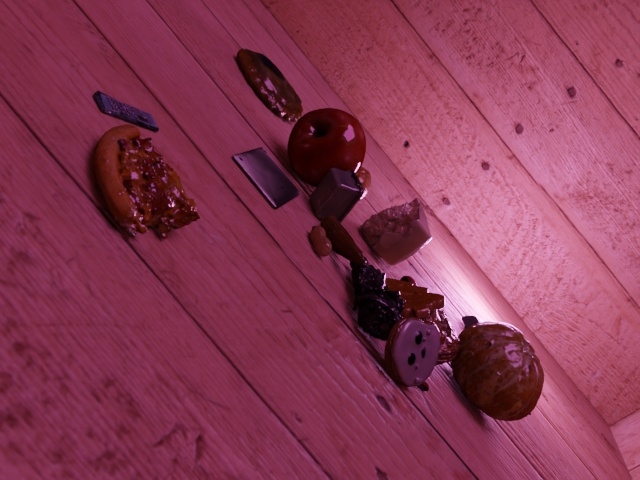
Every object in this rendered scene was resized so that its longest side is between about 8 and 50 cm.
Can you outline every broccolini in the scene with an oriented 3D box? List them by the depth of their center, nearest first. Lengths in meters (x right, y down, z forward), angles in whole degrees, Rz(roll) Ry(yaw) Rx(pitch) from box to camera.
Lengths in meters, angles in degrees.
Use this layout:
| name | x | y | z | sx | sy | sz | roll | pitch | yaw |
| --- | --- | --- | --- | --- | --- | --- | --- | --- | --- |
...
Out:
| name | x | y | z | sx | sy | sz | roll | pitch | yaw |
| --- | --- | --- | --- | --- | --- | --- | --- | --- | --- |
| broccolini | 0.189 | 0.133 | 1.900 | 0.051 | 0.054 | 0.239 | 57 | -3 | -19 |

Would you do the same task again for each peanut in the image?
| name | x | y | z | sx | sy | sz | roll | pitch | yaw |
| --- | --- | --- | --- | --- | --- | --- | --- | --- | --- |
| peanut | 0.000 | 0.000 | 1.807 | 0.054 | 0.054 | 0.113 | 34 | 25 | -43 |

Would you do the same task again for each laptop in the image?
| name | x | y | z | sx | sy | sz | roll | pitch | yaw |
| --- | --- | --- | --- | --- | --- | --- | --- | --- | --- |
| laptop | -0.149 | -0.186 | 1.859 | 0.188 | 0.015 | 0.269 | 50 | 18 | -2 |

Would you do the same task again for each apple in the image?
| name | x | y | z | sx | sy | sz | roll | pitch | yaw |
| --- | --- | --- | --- | --- | --- | --- | --- | --- | --- |
| apple | 0.022 | -0.295 | 2.104 | 0.216 | 0.260 | 0.260 | 60 | 5 | -50 |

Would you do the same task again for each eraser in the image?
| name | x | y | z | sx | sy | sz | roll | pitch | yaw |
| --- | --- | --- | --- | --- | --- | --- | --- | --- | --- |
| eraser | 0.707 | 0.413 | 2.701 | 0.352 | 0.061 | 0.089 | 40 | 21 | -34 |

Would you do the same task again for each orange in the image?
| name | x | y | z | sx | sy | sz | roll | pitch | yaw |
| --- | --- | --- | --- | --- | --- | --- | --- | --- | --- |
| orange | 0.567 | 0.411 | 2.060 | 0.329 | 0.249 | 0.329 | 38 | 27 | -23 |

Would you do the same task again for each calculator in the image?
| name | x | y | z | sx | sy | sz | roll | pitch | yaw |
| --- | --- | --- | --- | --- | --- | --- | --- | --- | --- |
| calculator | -0.415 | -0.276 | 1.391 | 0.057 | 0.018 | 0.172 | 59 | 18 | 19 |

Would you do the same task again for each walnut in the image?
| name | x | y | z | sx | sy | sz | roll | pitch | yaw |
| --- | --- | --- | --- | --- | --- | --- | --- | --- | --- |
| walnut | 0.108 | -0.207 | 2.339 | 0.144 | 0.144 | 0.180 | 49 | 21 | -8 |

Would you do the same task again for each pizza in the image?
| name | x | y | z | sx | sy | sz | roll | pitch | yaw |
| --- | --- | --- | --- | --- | --- | --- | --- | --- | --- |
| pizza | -0.311 | -0.104 | 1.200 | 0.228 | 0.081 | 0.290 | 38 | 21 | -37 |

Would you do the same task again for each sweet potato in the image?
| name | x | y | z | sx | sy | sz | roll | pitch | yaw |
| --- | --- | --- | --- | --- | --- | --- | --- | --- | --- |
| sweet potato | 0.058 | 0.007 | 1.881 | 0.077 | 0.077 | 0.244 | 34 | 16 | -42 |

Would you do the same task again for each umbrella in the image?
| name | x | y | z | sx | sy | sz | roll | pitch | yaw |
| --- | --- | --- | --- | --- | --- | --- | --- | --- | --- |
| umbrella | 0.155 | 0.147 | 1.780 | 0.154 | 0.128 | 0.337 | 44 | 16 | -16 |

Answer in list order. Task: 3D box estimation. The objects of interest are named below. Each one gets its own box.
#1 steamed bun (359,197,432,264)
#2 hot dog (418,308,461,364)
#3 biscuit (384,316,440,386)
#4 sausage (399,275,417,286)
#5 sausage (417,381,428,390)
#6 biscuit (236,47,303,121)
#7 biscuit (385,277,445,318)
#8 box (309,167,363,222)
| name | x | y | z | sx | sy | sz | roll | pitch | yaw |
| --- | --- | --- | --- | --- | --- | --- | --- | --- | --- |
| steamed bun | 0.267 | -0.039 | 2.241 | 0.200 | 0.225 | 0.170 | 58 | 19 | 15 |
| hot dog | 0.343 | 0.274 | 1.991 | 0.196 | 0.122 | 0.272 | 57 | 16 | -4 |
| biscuit | 0.241 | 0.285 | 1.658 | 0.208 | 0.049 | 0.181 | 24 | 76 | -48 |
| sausage | 0.303 | 0.162 | 2.206 | 0.054 | 0.059 | 0.094 | 27 | 29 | -33 |
| sausage | 0.231 | 0.354 | 1.713 | 0.198 | 0.025 | 0.028 | 40 | 6 | -33 |
| biscuit | -0.175 | -0.590 | 2.495 | 0.329 | 0.078 | 0.335 | 60 | 22 | 14 |
| biscuit | 0.249 | 0.174 | 1.938 | 0.238 | 0.212 | 0.041 | -138 | -139 | -60 |
| box | 0.042 | -0.139 | 2.007 | 0.092 | 0.172 | 0.124 | 18 | 33 | -33 |
